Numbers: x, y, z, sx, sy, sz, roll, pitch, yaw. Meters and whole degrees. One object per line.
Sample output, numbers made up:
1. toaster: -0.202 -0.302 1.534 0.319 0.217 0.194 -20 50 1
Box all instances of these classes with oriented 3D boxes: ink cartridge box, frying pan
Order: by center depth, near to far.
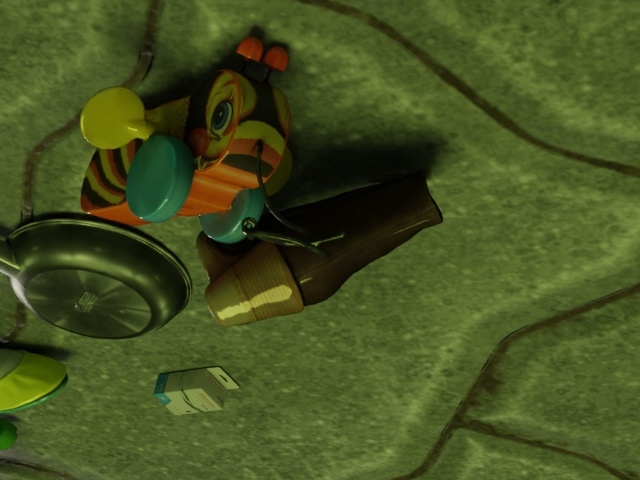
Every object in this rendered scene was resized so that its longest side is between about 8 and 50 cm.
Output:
1. frying pan: -0.273 0.013 1.397 0.197 0.053 0.326 -22 136 38
2. ink cartridge box: -0.139 0.169 1.585 0.083 0.028 0.048 -11 139 29

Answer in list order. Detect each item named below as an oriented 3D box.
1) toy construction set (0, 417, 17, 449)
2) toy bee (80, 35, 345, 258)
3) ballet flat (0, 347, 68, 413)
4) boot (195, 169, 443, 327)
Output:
1. toy construction set: -0.477 0.402 1.803 0.257 0.308 0.237 -6 147 37
2. toy bee: -0.076 -0.079 1.144 0.298 0.162 0.195 11 174 30
3. ballet flat: -0.392 0.158 1.614 0.231 0.077 0.077 -13 121 34
4. boot: 0.000 0.000 1.231 0.207 0.248 0.090 -26 102 0
